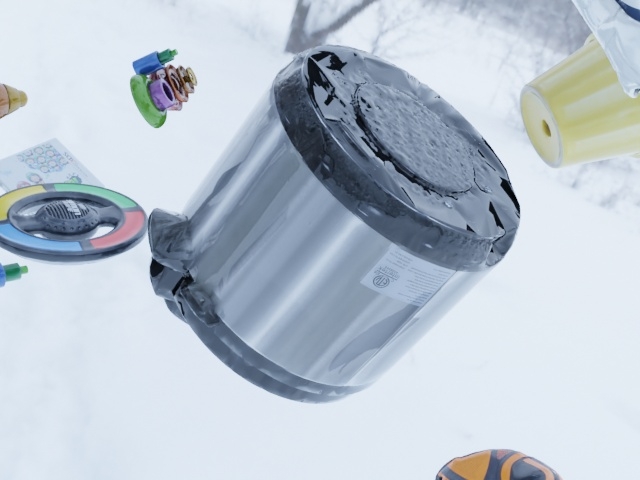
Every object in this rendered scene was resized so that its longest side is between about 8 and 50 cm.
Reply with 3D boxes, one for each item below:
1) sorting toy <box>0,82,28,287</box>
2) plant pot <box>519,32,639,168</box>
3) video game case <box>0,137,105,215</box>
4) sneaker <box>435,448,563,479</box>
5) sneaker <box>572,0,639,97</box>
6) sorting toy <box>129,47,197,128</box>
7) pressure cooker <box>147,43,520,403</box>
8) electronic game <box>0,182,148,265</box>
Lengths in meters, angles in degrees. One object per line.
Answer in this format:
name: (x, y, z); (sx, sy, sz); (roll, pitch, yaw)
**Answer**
sorting toy: (-0.503, -0.091, 1.415); (0.126, 0.366, 0.127); (-12, 20, -38)
plant pot: (0.504, -0.247, 1.667); (0.239, 0.254, 0.254); (-23, 28, -5)
video game case: (-0.491, -0.110, 1.647); (0.143, 0.019, 0.157); (43, 44, 12)
sneaker: (0.189, 0.414, 1.215); (0.124, 0.321, 0.180); (47, -5, -27)
sneaker: (0.209, -0.143, 0.596); (0.090, 0.095, 0.235); (-11, 25, 12)
sorting toy: (-0.139, -0.143, 0.836); (0.042, 0.061, 0.102); (-22, 18, 13)
pressure cooker: (0.000, 0.004, 1.208); (0.370, 0.420, 0.375); (43, 32, 6)
electronic game: (-0.361, -0.029, 1.309); (0.229, 0.048, 0.229); (7, 26, -3)
